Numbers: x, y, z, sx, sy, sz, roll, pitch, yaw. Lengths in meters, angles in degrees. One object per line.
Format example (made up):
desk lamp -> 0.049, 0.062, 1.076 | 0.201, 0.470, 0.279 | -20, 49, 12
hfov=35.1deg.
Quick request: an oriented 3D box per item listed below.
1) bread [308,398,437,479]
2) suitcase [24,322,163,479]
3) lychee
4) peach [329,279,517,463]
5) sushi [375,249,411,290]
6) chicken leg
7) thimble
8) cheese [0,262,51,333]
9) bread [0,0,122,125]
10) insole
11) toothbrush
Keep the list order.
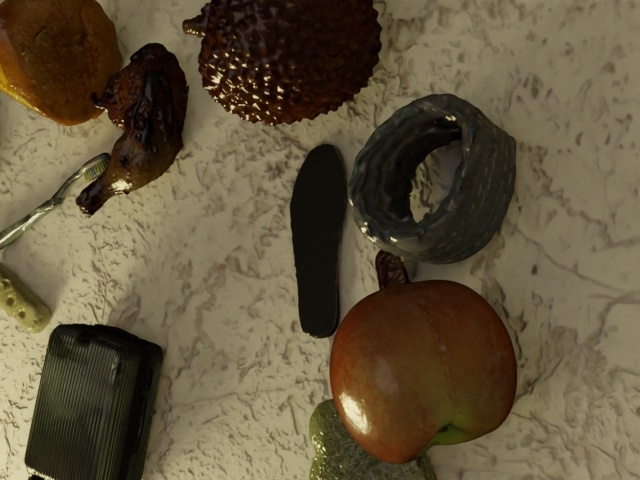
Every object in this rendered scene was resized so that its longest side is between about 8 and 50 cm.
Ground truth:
bread -> 0.067, 0.339, 1.500 | 0.207, 0.056, 0.286 | -34, 66, 24
suitcase -> -0.395, 0.304, 1.757 | 0.202, 0.128, 0.312 | 13, 91, 33
lychee -> -0.059, -0.308, 1.524 | 0.305, 0.276, 0.275 | 7, 88, 2
peach -> 0.133, 0.171, 1.367 | 0.253, 0.252, 0.252 | -4, 83, 33
sushi -> 0.109, 0.063, 1.501 | 0.052, 0.055, 0.120 | -20, 68, 19
chicken leg -> -0.330, -0.189, 1.770 | 0.178, 0.083, 0.322 | 8, 91, 15
thimble -> 0.158, -0.083, 1.408 | 0.236, 0.172, 0.205 | -44, 66, 15
cheese -> -0.594, 0.110, 1.960 | 0.194, 0.043, 0.064 | 34, 108, 29
bread -> -0.478, -0.339, 1.815 | 0.146, 0.268, 0.268 | 2, 86, 44
insole -> 0.000, 0.000, 1.603 | 0.110, 0.012, 0.309 | -6, 82, 31
toothbrush -> -0.543, -0.053, 1.947 | 0.413, 0.035, 0.042 | -32, 72, 26
